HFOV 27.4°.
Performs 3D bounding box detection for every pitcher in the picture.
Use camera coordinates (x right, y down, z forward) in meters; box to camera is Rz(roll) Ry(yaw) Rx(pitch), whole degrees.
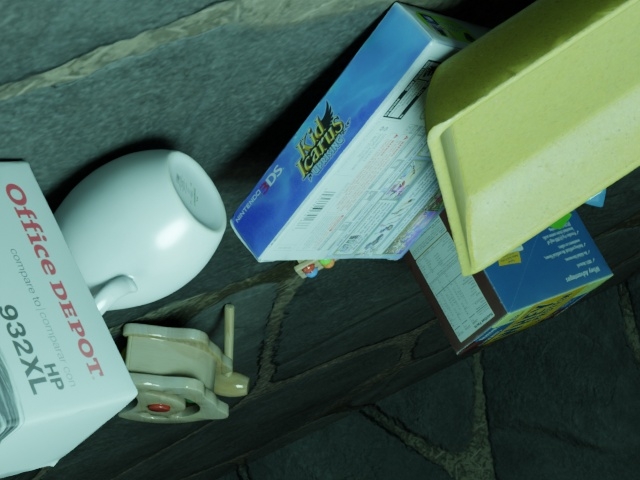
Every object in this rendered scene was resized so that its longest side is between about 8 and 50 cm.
[{"bbox_3d":[-0.186,0.025,1.133,0.207,0.177,0.125,-30,128,20],"label":"pitcher"}]

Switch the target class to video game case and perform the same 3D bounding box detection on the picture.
[{"bbox_3d":[0.074,-0.093,1.264,0.244,0.061,0.269,2,134,-53],"label":"video game case"}]

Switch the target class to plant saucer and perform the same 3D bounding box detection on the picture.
[{"bbox_3d":[0.234,-0.139,1.218,0.333,0.081,0.332,-33,156,-3],"label":"plant saucer"}]

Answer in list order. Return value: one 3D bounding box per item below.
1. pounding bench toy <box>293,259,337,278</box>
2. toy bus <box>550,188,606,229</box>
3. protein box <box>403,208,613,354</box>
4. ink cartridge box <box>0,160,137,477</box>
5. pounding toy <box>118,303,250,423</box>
[{"bbox_3d":[0.000,0.000,1.563,0.083,0.065,0.052,-29,165,3],"label":"pounding bench toy"},{"bbox_3d":[0.244,-0.118,1.516,0.202,0.104,0.191,1,130,-24],"label":"toy bus"},{"bbox_3d":[0.240,0.014,1.760,0.200,0.201,0.136,-17,162,-34],"label":"protein box"},{"bbox_3d":[-0.314,0.067,0.940,0.129,0.223,0.307,-38,162,32],"label":"ink cartridge box"},{"bbox_3d":[-0.197,0.152,1.725,0.154,0.154,0.269,-1,159,12],"label":"pounding toy"}]
